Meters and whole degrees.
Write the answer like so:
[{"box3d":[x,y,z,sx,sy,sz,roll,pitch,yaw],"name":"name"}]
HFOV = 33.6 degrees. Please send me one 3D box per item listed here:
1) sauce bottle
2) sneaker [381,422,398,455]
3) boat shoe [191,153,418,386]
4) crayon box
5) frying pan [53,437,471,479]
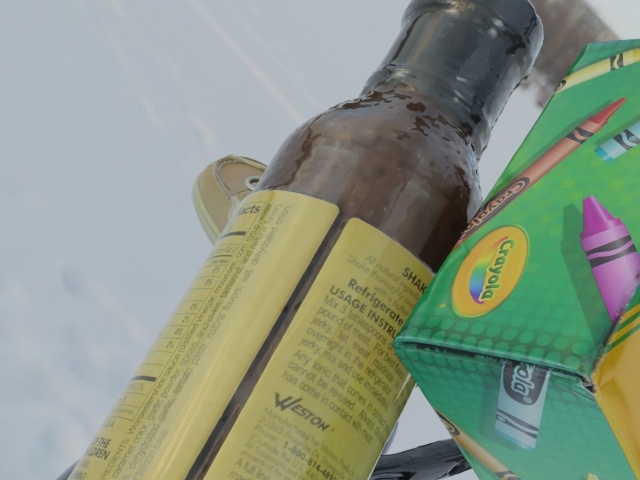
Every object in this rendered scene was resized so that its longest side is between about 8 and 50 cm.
[{"box3d":[0.005,0.023,0.471,0.111,0.344,0.111,27,-23,12],"name":"sauce bottle"},{"box3d":[0.032,0.248,1.090,0.130,0.236,0.322,-6,53,-43],"name":"sneaker"},{"box3d":[0.000,0.000,0.856,0.105,0.089,0.285,-19,46,-39],"name":"boat shoe"},{"box3d":[0.154,0.074,0.448,0.081,0.165,0.278,7,-39,43],"name":"crayon box"},{"box3d":[-0.026,0.126,0.592,0.053,0.326,0.197,55,-21,31],"name":"frying pan"}]
